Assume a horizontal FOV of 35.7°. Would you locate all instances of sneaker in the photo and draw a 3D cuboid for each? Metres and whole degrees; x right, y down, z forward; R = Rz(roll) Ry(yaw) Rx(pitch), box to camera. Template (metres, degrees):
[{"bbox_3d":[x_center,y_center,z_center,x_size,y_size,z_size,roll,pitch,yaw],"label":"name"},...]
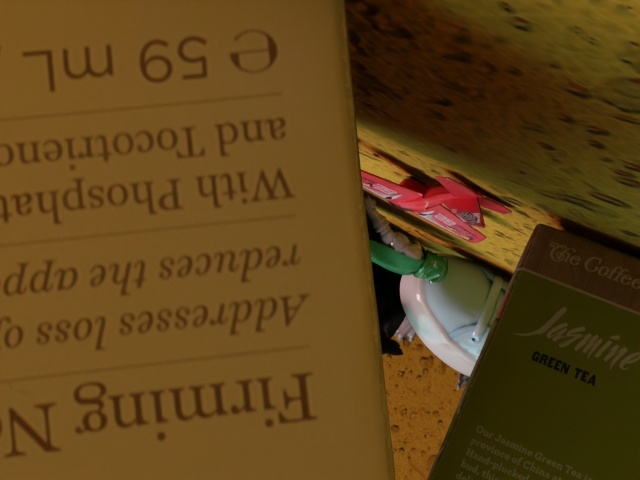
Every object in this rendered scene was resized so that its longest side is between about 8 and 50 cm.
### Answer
[{"bbox_3d":[0.265,0.109,1.124,0.366,0.135,0.150,31,145,-18],"label":"sneaker"}]

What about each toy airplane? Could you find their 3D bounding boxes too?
[{"bbox_3d":[0.083,-0.033,0.758,0.151,0.028,0.151,23,177,1],"label":"toy airplane"}]

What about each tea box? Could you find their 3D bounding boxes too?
[{"bbox_3d":[0.222,0.197,0.788,0.220,0.323,0.329,23,175,19],"label":"tea box"}]

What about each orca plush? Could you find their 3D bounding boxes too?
[{"bbox_3d":[0.048,0.026,1.177,0.151,0.102,0.287,4,-158,13],"label":"orca plush"}]

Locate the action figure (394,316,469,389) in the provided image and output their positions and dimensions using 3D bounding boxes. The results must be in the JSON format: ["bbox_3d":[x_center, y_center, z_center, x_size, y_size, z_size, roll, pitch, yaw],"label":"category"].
[{"bbox_3d":[0.190,0.120,1.344,0.164,0.141,0.275,45,179,1],"label":"action figure"}]

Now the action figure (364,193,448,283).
[{"bbox_3d":[0.033,-0.018,1.038,0.232,0.063,0.137,29,174,-10],"label":"action figure"}]

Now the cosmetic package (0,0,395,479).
[{"bbox_3d":[-0.141,0.103,0.511,0.329,0.393,0.327,-6,177,-5],"label":"cosmetic package"}]
